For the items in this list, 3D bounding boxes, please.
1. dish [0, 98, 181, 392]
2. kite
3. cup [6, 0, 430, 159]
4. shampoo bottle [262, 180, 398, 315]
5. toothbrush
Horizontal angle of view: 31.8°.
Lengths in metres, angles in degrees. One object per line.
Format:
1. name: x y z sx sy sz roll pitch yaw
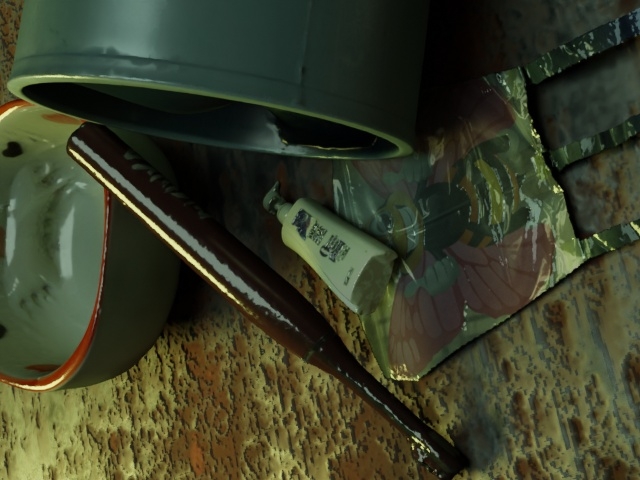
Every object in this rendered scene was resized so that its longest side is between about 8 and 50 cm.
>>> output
1. dish: -0.202 0.005 0.947 0.256 0.117 0.256 -6 82 44
2. kite: 0.131 -0.046 0.700 0.360 0.022 0.204 -27 69 40
3. cup: -0.044 -0.224 0.753 0.256 0.331 0.311 8 88 3
4. shampoo bottle: 0.000 0.000 0.806 0.141 0.034 0.049 38 121 46
5. toothbrush: -0.042 0.036 0.773 0.364 0.041 0.041 40 115 15
